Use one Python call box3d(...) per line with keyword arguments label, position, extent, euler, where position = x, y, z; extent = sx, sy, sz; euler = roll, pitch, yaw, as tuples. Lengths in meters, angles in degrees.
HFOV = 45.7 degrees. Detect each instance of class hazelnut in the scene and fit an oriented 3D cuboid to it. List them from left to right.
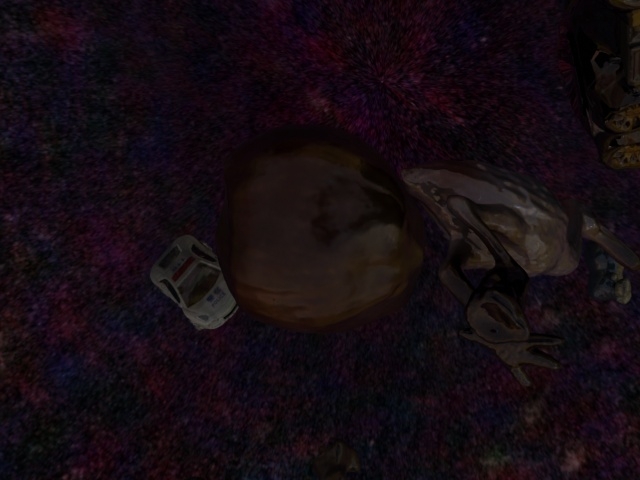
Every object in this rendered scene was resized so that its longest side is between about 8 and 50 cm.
box3d(label="hazelnut", position=(0.000, 0.000, 0.772), extent=(0.218, 0.234, 0.218), euler=(-7, 61, 12))

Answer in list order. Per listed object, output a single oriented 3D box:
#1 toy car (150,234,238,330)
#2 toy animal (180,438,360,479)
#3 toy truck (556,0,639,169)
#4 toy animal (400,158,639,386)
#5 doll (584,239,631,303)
box3d(label="toy car", position=(-0.171, 0.053, 1.043), extent=(0.095, 0.205, 0.056), euler=(-49, 125, -7))
box3d(label="toy animal", position=(0.032, 0.189, 0.318), extent=(0.073, 0.176, 0.217), euler=(-34, 137, 10))
box3d(label="toy truck", position=(0.345, -0.229, 0.686), extent=(0.254, 0.405, 0.181), euler=(-13, 64, 16))
box3d(label="toy animal", position=(0.174, -0.003, 0.671), extent=(0.090, 0.324, 0.195), euler=(-38, 82, 37))
box3d(label="doll", position=(0.340, 0.031, 0.896), extent=(0.050, 0.076, 0.083), euler=(-5, 78, 17))
